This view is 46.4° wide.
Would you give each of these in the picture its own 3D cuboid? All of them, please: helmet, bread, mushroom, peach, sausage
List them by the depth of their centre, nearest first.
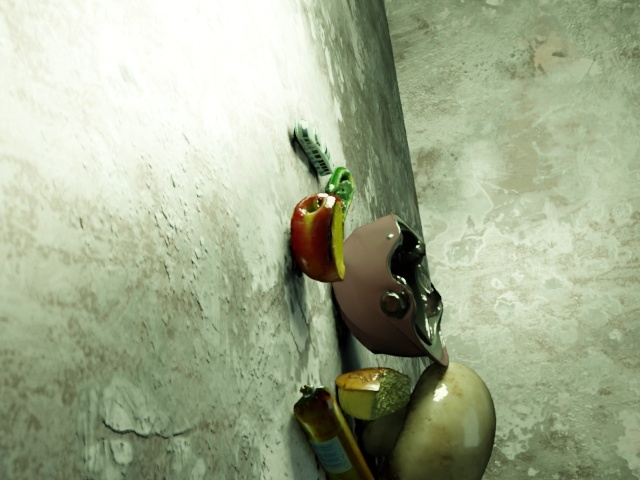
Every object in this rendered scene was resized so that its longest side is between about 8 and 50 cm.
[{"bbox_3d":[0.030,0.355,1.247,0.082,0.082,0.371,-85,159,-47],"label":"sausage"},{"bbox_3d":[-0.006,-0.001,1.333,0.127,0.093,0.172,-67,156,-58],"label":"peach"},{"bbox_3d":[0.093,0.291,1.450,0.156,0.125,0.086,-7,95,-53],"label":"bread"},{"bbox_3d":[0.134,0.118,1.570,0.271,0.197,0.338,13,63,-69],"label":"helmet"},{"bbox_3d":[0.208,0.416,1.589,0.362,0.295,0.362,22,90,-80],"label":"mushroom"}]

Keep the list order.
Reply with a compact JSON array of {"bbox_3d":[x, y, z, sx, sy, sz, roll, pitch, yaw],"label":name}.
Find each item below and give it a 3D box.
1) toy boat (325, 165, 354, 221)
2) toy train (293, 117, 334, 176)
[{"bbox_3d":[0.044,-0.107,1.691,0.210,0.052,0.104,-65,140,-66],"label":"toy boat"},{"bbox_3d":[-0.014,-0.192,1.535,0.207,0.047,0.043,50,31,-66],"label":"toy train"}]
